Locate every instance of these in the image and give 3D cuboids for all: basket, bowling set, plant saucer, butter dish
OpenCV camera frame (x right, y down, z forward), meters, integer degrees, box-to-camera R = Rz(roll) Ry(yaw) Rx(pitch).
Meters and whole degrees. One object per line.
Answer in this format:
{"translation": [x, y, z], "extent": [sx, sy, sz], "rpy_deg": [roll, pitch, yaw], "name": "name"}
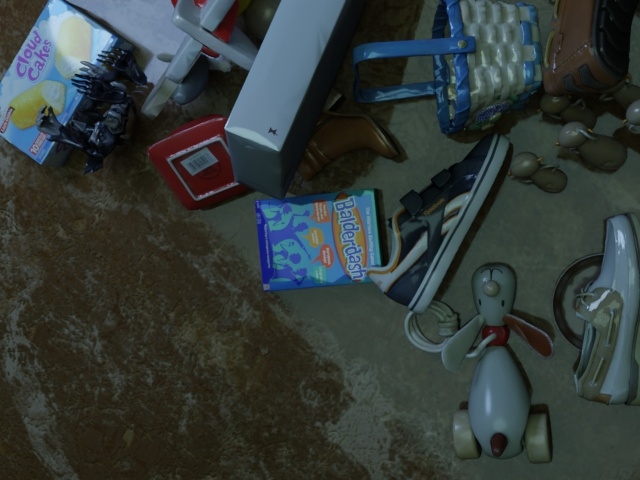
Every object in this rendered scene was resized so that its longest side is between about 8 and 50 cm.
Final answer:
{"translation": [0.193, -0.270, 1.625], "extent": [0.289, 0.255, 0.201], "rpy_deg": [-2, 85, 3], "name": "basket"}
{"translation": [0.412, -0.206, 1.609], "extent": [0.287, 0.154, 0.199], "rpy_deg": [-24, 61, 37], "name": "bowling set"}
{"translation": [0.460, 0.105, 1.684], "extent": [0.169, 0.029, 0.168], "rpy_deg": [0, 90, 13], "name": "plant saucer"}
{"translation": [-0.194, -0.155, 1.791], "extent": [0.160, 0.118, 0.160], "rpy_deg": [-21, 130, 13], "name": "butter dish"}

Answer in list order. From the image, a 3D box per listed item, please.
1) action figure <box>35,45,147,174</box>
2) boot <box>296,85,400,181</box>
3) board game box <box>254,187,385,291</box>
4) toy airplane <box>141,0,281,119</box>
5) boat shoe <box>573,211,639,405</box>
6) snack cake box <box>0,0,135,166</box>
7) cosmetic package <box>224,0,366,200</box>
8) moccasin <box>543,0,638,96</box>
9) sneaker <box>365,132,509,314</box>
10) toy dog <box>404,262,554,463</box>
{"translation": [-0.380, -0.222, 1.746], "extent": [0.141, 0.275, 0.164], "rpy_deg": [32, 61, -6], "name": "action figure"}
{"translation": [0.026, -0.157, 1.756], "extent": [0.197, 0.073, 0.152], "rpy_deg": [42, 95, 23], "name": "boot"}
{"translation": [0.000, 0.000, 1.777], "extent": [0.210, 0.047, 0.160], "rpy_deg": [-6, 89, 12], "name": "board game box"}
{"translation": [-0.148, -0.388, 1.679], "extent": [0.386, 0.272, 0.384], "rpy_deg": [1, 76, 51], "name": "toy airplane"}
{"translation": [0.448, 0.108, 1.614], "extent": [0.103, 0.113, 0.302], "rpy_deg": [0, 92, 7], "name": "boat shoe"}
{"translation": [-0.470, -0.282, 1.859], "extent": [0.152, 0.089, 0.264], "rpy_deg": [34, 98, 9], "name": "snack cake box"}
{"translation": [-0.028, -0.277, 1.605], "extent": [0.097, 0.284, 0.377], "rpy_deg": [22, 78, 1], "name": "cosmetic package"}
{"translation": [0.412, -0.380, 1.588], "extent": [0.147, 0.139, 0.380], "rpy_deg": [-14, 56, 47], "name": "moccasin"}
{"translation": [0.186, -0.047, 1.682], "extent": [0.127, 0.126, 0.321], "rpy_deg": [29, 90, 4], "name": "sneaker"}
{"translation": [0.274, 0.216, 1.660], "extent": [0.220, 0.161, 0.333], "rpy_deg": [-25, 85, 12], "name": "toy dog"}
